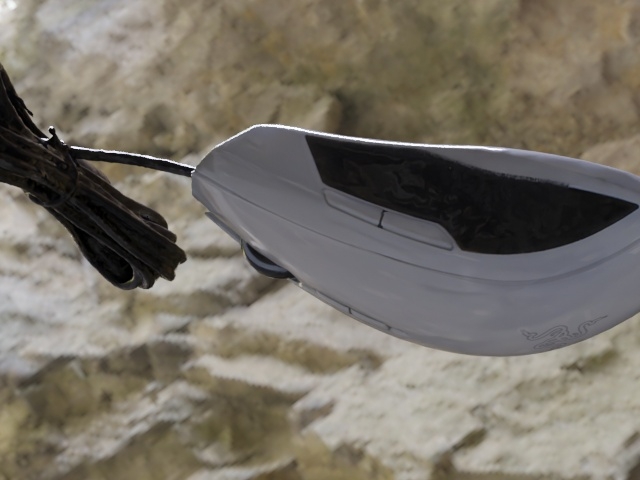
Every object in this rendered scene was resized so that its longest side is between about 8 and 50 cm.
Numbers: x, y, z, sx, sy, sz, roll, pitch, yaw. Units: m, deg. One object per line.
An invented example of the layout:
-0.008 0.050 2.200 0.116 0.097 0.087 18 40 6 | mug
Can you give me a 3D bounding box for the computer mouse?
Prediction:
0.000 0.000 0.360 0.193 0.042 0.106 9 -22 18 | computer mouse
